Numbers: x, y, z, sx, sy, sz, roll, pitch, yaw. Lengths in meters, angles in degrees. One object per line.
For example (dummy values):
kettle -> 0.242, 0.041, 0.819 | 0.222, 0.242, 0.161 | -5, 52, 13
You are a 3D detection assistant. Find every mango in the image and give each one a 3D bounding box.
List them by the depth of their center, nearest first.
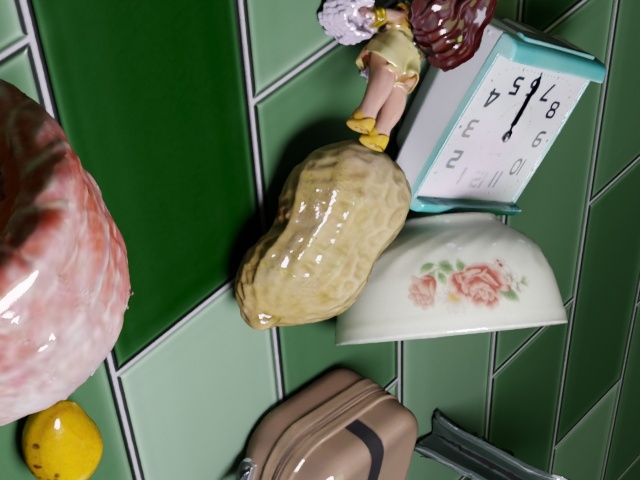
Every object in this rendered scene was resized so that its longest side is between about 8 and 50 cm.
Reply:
mango -> -0.253, 0.197, 1.395 | 0.079, 0.057, 0.114 | -32, 140, -24

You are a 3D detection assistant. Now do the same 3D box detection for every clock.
clock -> 0.194, -0.149, 1.680 | 0.262, 0.116, 0.231 | 1, 123, -55

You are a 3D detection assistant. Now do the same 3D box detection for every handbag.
handbag -> -0.021, 0.335, 1.795 | 0.283, 0.149, 0.301 | -22, 138, -43
handbag -> 0.290, 0.361, 2.184 | 0.079, 0.247, 0.260 | -61, 150, -4

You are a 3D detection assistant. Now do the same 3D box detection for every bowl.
bowl -> 0.146, 0.045, 1.681 | 0.277, 0.277, 0.145 | -2, 85, -56

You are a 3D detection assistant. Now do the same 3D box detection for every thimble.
thimble -> -0.263, 0.004, 1.009 | 0.239, 0.239, 0.162 | -47, 151, -17

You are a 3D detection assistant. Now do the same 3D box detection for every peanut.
peanut -> 0.000, 0.000, 1.526 | 0.233, 0.110, 0.197 | -61, 151, 4

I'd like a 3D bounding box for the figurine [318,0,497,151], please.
figurine -> 0.094, -0.209, 1.450 | 0.240, 0.116, 0.175 | -52, 150, -7
